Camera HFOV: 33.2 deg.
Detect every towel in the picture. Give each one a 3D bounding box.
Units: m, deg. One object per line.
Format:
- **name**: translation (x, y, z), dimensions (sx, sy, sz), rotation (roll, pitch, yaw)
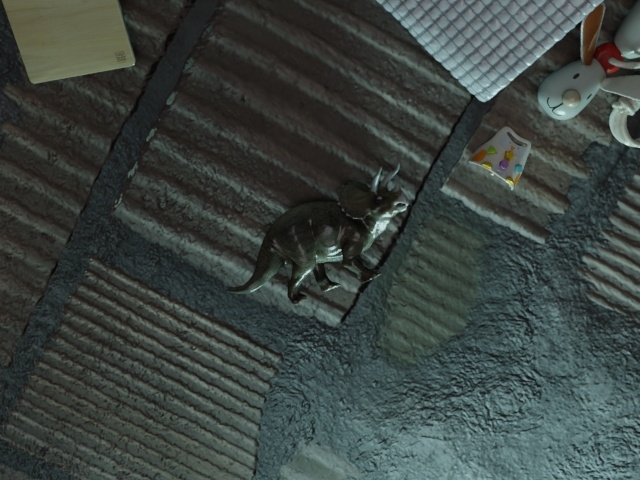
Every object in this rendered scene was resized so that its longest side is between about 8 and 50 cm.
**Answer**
- **towel**: translation (0.251, -0.366, 1.486), dimensions (0.235, 0.121, 0.284), rotation (45, 120, -4)

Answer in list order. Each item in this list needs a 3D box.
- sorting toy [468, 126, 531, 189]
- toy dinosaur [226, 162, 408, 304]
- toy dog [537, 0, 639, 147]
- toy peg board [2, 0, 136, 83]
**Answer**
- **sorting toy**: translation (0.282, -0.130, 1.634), dimensions (0.083, 0.045, 0.075), rotation (32, 86, -8)
- **toy dinosaur**: translation (0.000, 0.000, 1.655), dimensions (0.314, 0.121, 0.160), rotation (-18, 94, 12)
- **toy dog**: translation (0.469, -0.285, 1.511), dimensions (0.220, 0.161, 0.333), rotation (27, 106, -6)
- **toy peg board**: translation (-0.365, -0.331, 1.578), dimensions (0.161, 0.079, 0.160), rotation (-9, 122, 5)
